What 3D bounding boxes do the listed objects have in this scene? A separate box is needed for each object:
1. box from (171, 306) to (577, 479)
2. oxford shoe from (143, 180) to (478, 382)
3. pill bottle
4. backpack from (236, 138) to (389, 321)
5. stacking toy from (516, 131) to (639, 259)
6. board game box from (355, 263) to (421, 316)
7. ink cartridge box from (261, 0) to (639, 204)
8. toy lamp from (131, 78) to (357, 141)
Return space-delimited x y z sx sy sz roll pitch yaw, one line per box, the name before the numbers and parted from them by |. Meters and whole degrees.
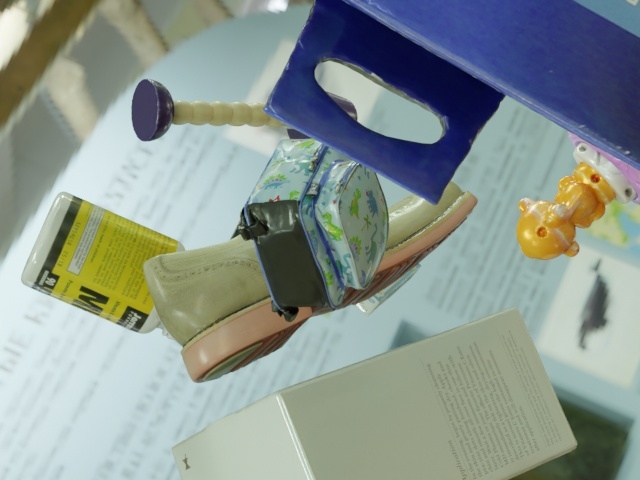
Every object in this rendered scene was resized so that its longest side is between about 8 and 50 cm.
box | 0.058 0.215 1.596 0.345 0.168 0.215 -15 -12 -39
oxford shoe | 0.000 0.000 1.580 0.397 0.146 0.140 -26 -12 -37
pill bottle | -0.226 0.036 1.758 0.119 0.208 0.119 -66 11 0
backpack | 0.002 -0.017 1.109 0.114 0.084 0.105 -71 -31 -47
stacking toy | 0.287 -0.092 1.355 0.302 0.175 0.166 -45 -4 -2
board game box | 0.051 0.025 1.819 0.026 0.103 0.154 -52 -8 26
ink cartridge box | 0.113 -0.215 0.730 0.395 0.270 0.151 -61 0 14
toy lamp | -0.081 -0.144 1.769 0.080 0.274 0.080 -1 89 58
